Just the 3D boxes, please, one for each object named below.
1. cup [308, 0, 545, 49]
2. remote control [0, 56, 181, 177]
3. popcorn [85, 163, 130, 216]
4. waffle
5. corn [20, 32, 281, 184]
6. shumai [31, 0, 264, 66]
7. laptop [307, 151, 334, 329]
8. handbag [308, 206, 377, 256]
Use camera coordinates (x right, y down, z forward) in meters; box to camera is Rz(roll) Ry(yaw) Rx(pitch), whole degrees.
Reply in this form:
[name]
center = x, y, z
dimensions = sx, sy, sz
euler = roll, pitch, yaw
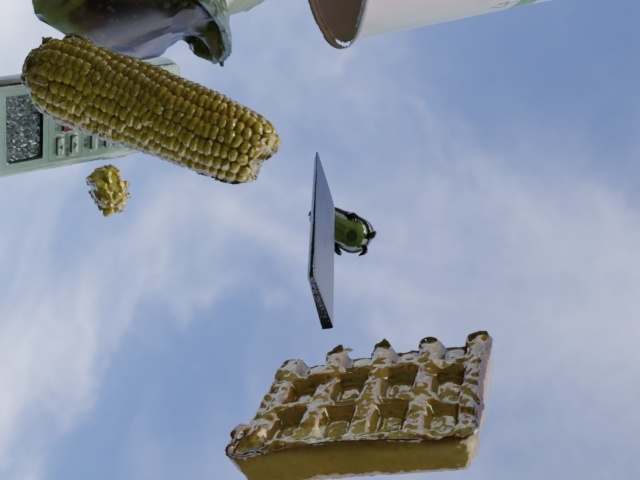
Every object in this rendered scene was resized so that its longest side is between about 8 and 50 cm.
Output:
[cup]
center = 0.128, -0.336, 1.170
dimensions = 0.253, 0.274, 0.253
euler = 172, -90, -76
[remote control]
center = -0.356, -0.184, 1.670
dimensions = 0.050, 0.344, 0.145
euler = 32, -54, 41
[popcorn]
center = -0.326, -0.077, 1.740
dimensions = 0.057, 0.083, 0.082
euler = -27, -130, -23
[waffle]
center = 0.069, 0.235, 1.594
dimensions = 0.348, 0.304, 0.077
euler = -8, -71, 17
[corn]
center = -0.181, -0.138, 1.223
dimensions = 0.293, 0.106, 0.106
euler = 23, -94, 7
[shumai]
center = -0.227, -0.392, 1.460
dimensions = 0.395, 0.395, 0.348
euler = 2, -126, 40
[laptop]
center = 0.000, 0.000, 1.463
dimensions = 0.016, 0.135, 0.197
euler = -5, -126, 9
[handbag]
center = 0.031, -0.017, 1.784
dimensions = 0.111, 0.047, 0.072
euler = 26, -80, 4
